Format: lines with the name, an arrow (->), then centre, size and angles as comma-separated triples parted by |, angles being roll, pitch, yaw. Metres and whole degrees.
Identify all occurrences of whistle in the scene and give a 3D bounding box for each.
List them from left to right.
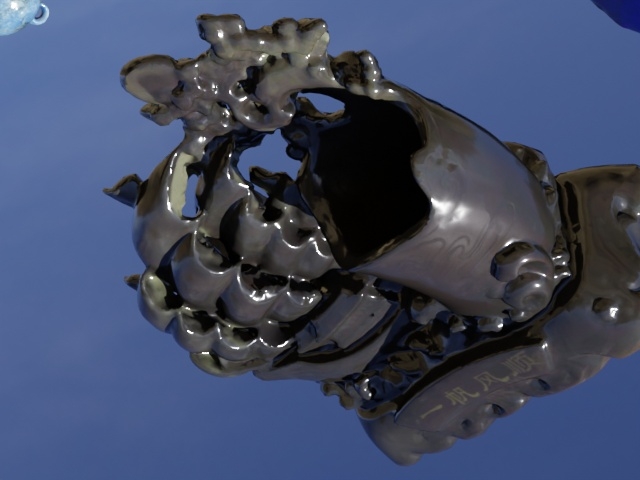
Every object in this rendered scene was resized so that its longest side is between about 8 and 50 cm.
whistle -> -0.318, -0.242, 1.724 | 0.090, 0.158, 0.090 | -21, -123, 37

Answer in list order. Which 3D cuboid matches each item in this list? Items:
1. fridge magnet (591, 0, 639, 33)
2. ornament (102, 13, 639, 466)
fridge magnet -> 0.292, -0.284, 1.490 | 0.265, 0.265, 0.113 | 3, -148, 45
ornament -> 0.000, 0.000, 0.883 | 0.251, 0.260, 0.106 | -39, -142, 47
